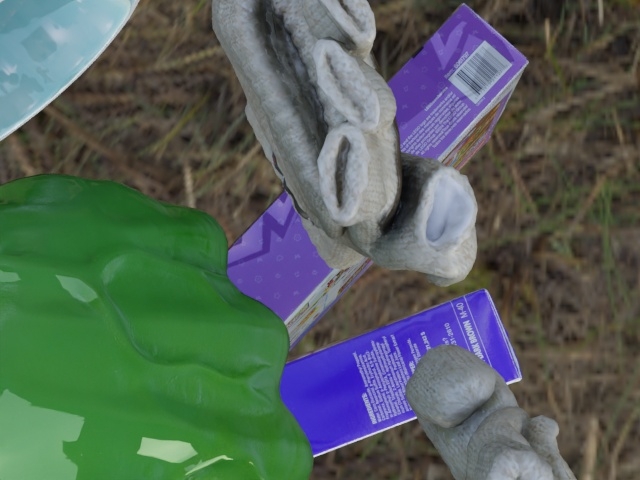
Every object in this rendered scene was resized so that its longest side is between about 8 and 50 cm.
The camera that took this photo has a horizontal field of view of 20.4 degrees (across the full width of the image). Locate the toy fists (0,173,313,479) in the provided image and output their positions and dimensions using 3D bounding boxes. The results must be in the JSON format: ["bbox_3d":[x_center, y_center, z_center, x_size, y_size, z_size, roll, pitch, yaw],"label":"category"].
[{"bbox_3d":[-0.078,0.121,0.500,0.142,0.279,0.096,11,168,-38],"label":"toy fists"}]

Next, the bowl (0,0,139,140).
[{"bbox_3d":[-0.312,-0.192,1.459,0.311,0.311,0.163,-42,84,24],"label":"bowl"}]

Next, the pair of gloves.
[{"bbox_3d":[0.038,0.027,0.530,0.042,0.204,0.240,-27,78,-3],"label":"pair of gloves"}]

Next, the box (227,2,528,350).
[{"bbox_3d":[0.000,0.000,1.101,0.057,0.201,0.293,43,81,6],"label":"box"}]

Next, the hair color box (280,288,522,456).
[{"bbox_3d":[0.032,0.155,1.858,0.338,0.185,0.110,-22,86,2],"label":"hair color box"}]
